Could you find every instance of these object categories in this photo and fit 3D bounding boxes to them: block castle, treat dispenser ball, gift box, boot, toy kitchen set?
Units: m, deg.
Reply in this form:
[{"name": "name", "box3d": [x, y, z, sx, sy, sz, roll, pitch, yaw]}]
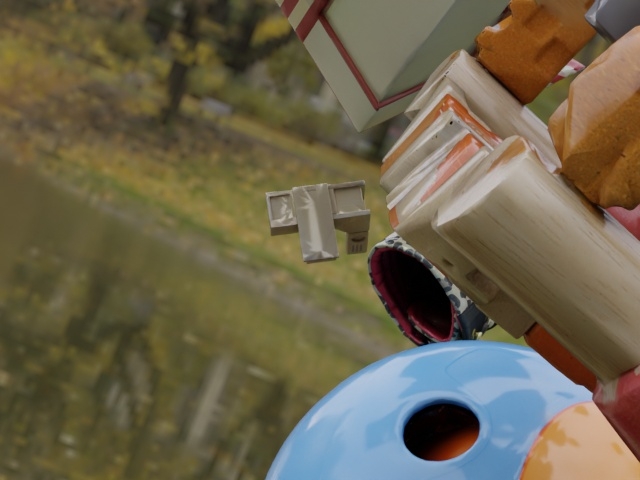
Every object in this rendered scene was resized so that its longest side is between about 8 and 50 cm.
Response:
[{"name": "block castle", "box3d": [0.209, -0.062, 0.960, 0.213, 0.303, 0.453, 42, 8, -7]}, {"name": "treat dispenser ball", "box3d": [0.098, 0.208, 1.238, 0.288, 0.288, 0.288, 22, 2, -1]}, {"name": "gift box", "box3d": [0.109, -0.249, 1.479, 0.276, 0.255, 0.258, -20, -14, -27]}, {"name": "boot", "box3d": [0.141, 0.052, 1.453, 0.085, 0.178, 0.236, -27, -80, 42]}, {"name": "toy kitchen set", "box3d": [0.000, 0.000, 1.626, 0.083, 0.068, 0.075, -7, -26, -4]}]
